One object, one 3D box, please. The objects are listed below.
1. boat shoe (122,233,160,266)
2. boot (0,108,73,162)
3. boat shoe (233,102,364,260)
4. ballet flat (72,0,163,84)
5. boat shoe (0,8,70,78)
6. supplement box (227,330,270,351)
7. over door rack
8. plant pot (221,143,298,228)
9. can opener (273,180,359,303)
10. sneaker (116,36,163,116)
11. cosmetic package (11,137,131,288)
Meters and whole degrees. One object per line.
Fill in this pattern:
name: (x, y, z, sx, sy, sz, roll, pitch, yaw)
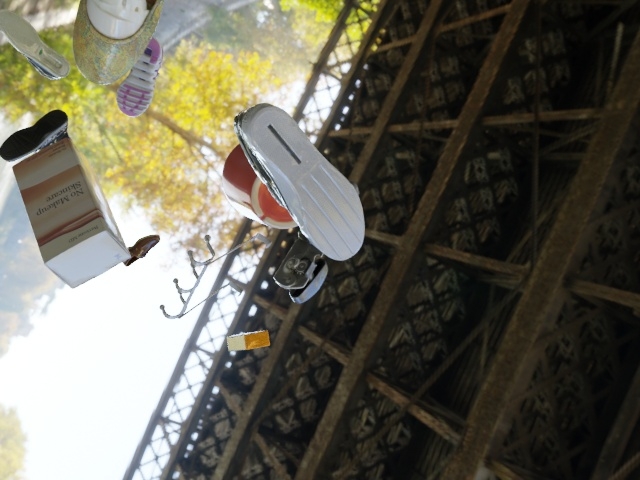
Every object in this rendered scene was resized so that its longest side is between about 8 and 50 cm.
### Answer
boat shoe: (-0.627, 0.036, 2.245, 0.178, 0.064, 0.060, -29, -113, 19)
boot: (-0.891, -0.296, 2.036, 0.236, 0.085, 0.179, -44, 173, -22)
boat shoe: (-0.033, -0.111, 1.151, 0.121, 0.335, 0.119, -39, -153, -11)
ballet flat: (-0.278, -0.405, 0.967, 0.349, 0.123, 0.123, -62, -156, -4)
boat shoe: (-0.820, -0.544, 1.802, 0.079, 0.233, 0.084, 5, -121, 42)
supplement box: (-0.168, 0.233, 1.485, 0.098, 0.062, 0.036, -19, -101, 55)
over door rack: (-0.325, 0.093, 1.929, 0.108, 0.324, 0.240, 44, -59, 19)
plant pot: (-0.130, -0.156, 1.838, 0.275, 0.274, 0.243, -60, -156, 7)
can opener: (0.000, 0.000, 1.328, 0.075, 0.095, 0.283, 12, -125, 31)
sneaker: (-0.493, -0.459, 1.785, 0.104, 0.095, 0.236, -91, -155, -65)
cosmetic package: (-0.554, -0.064, 1.417, 0.153, 0.129, 0.296, -30, -119, -6)
